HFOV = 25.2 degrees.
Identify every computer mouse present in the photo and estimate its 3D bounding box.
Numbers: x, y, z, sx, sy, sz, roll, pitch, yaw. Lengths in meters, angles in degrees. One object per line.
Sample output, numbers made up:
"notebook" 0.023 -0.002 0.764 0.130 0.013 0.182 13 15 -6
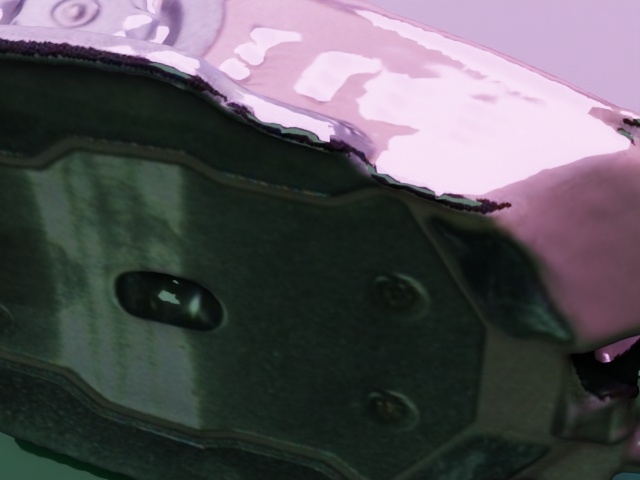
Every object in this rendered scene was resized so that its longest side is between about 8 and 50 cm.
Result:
"computer mouse" 0.000 -0.005 0.496 0.389 0.199 0.115 13 47 11
